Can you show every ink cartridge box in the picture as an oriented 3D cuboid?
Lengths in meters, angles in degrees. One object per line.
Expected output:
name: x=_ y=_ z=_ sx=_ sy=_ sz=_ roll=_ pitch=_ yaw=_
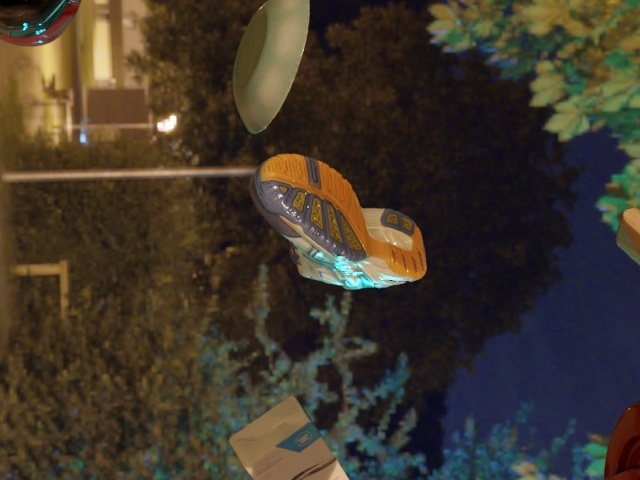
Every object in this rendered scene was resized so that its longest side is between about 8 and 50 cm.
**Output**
ink cartridge box: x=-0.033 y=0.300 z=1.343 sx=0.060 sy=0.104 sz=0.180 roll=46 pitch=-12 yaw=49

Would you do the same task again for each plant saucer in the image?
plant saucer: x=-0.072 y=-0.232 z=1.266 sx=0.195 sy=0.037 sz=0.195 roll=-46 pitch=-145 yaw=47

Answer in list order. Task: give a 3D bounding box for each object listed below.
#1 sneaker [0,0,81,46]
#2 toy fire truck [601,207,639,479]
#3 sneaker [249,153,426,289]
sneaker: x=-0.213 y=-0.280 z=0.783 sx=0.135 sy=0.097 sz=0.276 roll=-104 pitch=-148 yaw=-73
toy fire truck: x=0.264 y=0.122 z=0.718 sx=0.217 sy=0.158 sz=0.246 roll=115 pitch=-15 yaw=-64
sneaker: x=0.000 y=0.000 z=1.186 sx=0.131 sy=0.296 sz=0.112 roll=-20 pitch=-122 yaw=32
